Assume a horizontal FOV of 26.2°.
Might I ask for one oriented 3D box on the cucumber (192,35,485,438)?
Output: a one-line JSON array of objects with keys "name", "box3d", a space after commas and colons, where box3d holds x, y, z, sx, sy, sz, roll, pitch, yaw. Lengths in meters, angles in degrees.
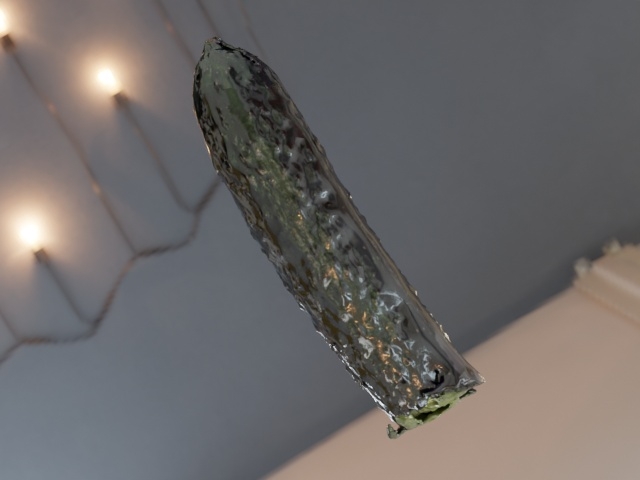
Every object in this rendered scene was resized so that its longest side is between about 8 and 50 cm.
[{"name": "cucumber", "box3d": [0.000, 0.002, 0.739, 0.067, 0.245, 0.067, -34, -171, 7]}]
